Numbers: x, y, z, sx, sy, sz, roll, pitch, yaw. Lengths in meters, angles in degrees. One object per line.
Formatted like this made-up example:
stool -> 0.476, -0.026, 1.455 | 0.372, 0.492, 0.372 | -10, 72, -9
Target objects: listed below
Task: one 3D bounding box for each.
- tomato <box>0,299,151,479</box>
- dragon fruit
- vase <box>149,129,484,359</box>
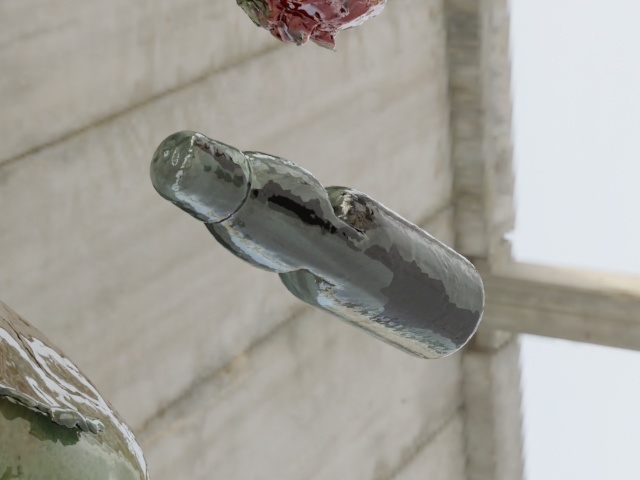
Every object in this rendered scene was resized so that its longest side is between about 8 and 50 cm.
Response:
tomato -> -0.256, 0.163, 0.945 | 0.303, 0.239, 0.303 | -12, -70, -37
dragon fruit -> -0.014, -0.184, 0.898 | 0.121, 0.130, 0.142 | -13, -97, -31
vase -> 0.000, 0.000, 0.684 | 0.211, 0.060, 0.060 | 29, -109, -48
